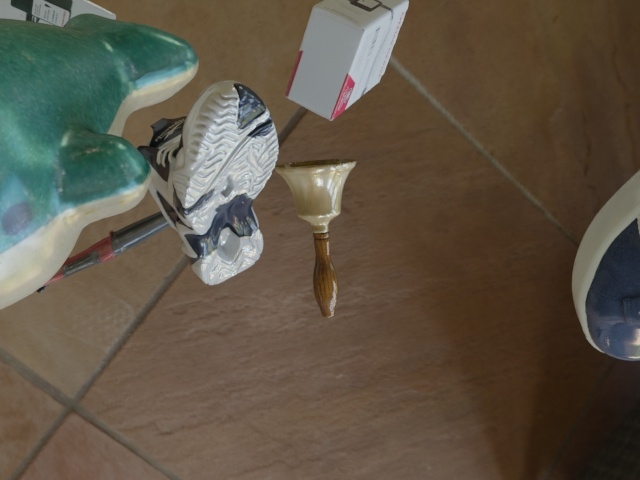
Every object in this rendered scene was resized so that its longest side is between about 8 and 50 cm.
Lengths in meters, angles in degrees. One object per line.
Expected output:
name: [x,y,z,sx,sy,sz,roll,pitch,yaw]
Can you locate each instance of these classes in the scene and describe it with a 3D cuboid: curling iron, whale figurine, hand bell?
curling iron: [-0.280,0.000,1.124,0.274,0.068,0.035,-25,127,9]
whale figurine: [-0.187,-0.076,0.473,0.272,0.216,0.141,-48,145,-39]
hand bell: [0.000,0.000,1.308,0.126,0.126,0.241,-8,101,-24]

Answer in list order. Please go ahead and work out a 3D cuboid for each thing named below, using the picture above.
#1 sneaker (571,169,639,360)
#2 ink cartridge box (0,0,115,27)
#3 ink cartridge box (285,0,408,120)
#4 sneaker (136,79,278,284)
sneaker: [0.266,0.003,0.494,0.131,0.350,0.148,-5,53,-16]
ink cartridge box: [-0.352,-0.225,0.958,0.208,0.087,0.153,21,64,-35]
ink cartridge box: [0.032,-0.212,0.930,0.063,0.109,0.150,27,34,10]
sneaker: [-0.114,-0.081,0.758,0.094,0.235,0.153,-30,63,-18]
